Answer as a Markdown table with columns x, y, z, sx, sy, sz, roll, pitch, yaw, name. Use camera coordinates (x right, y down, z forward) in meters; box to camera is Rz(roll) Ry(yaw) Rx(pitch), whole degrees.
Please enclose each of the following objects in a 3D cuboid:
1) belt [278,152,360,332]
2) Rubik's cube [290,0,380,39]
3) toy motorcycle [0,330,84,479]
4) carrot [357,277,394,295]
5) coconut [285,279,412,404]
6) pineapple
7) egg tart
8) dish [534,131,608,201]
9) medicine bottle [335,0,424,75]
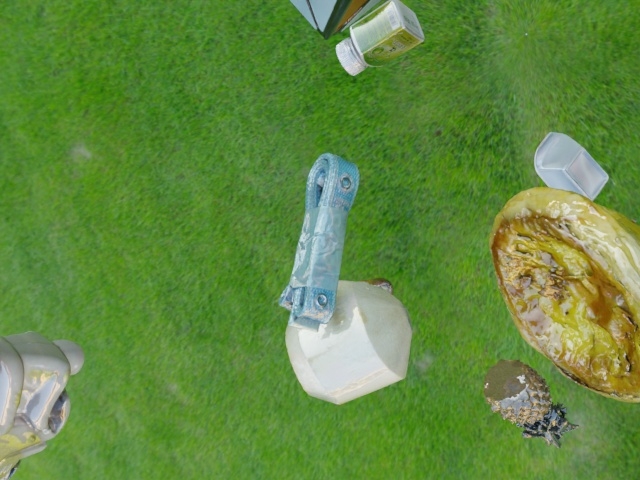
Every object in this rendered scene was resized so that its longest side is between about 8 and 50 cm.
| x | y | z | sx | sy | sz | roll | pitch | yaw | name |
| --- | --- | --- | --- | --- | --- | --- | --- | --- | --- |
| 0.000 | 0.000 | 0.997 | 0.087 | 0.072 | 0.303 | -6 | 67 | 52 | belt |
| 0.040 | -0.512 | 0.922 | 0.246 | 0.250 | 0.248 | -42 | 93 | -12 | Rubik's cube |
| -0.365 | 0.178 | 0.647 | 0.107 | 0.223 | 0.341 | 38 | 153 | 19 | toy motorcycle |
| 0.115 | 0.115 | 1.333 | 0.060 | 0.186 | 0.060 | 1 | 84 | -13 | carrot |
| 0.061 | 0.177 | 1.083 | 0.241 | 0.241 | 0.241 | 6 | 110 | 17 | coconut |
| 0.259 | 0.203 | 0.719 | 0.074 | 0.074 | 0.159 | -30 | 127 | 25 | pineapple |
| 0.332 | 0.058 | 0.718 | 0.115 | 0.290 | 0.290 | -29 | 99 | -14 | egg tart |
| 0.694 | -0.196 | 1.625 | 0.234 | 0.064 | 0.154 | 43 | 77 | -10 | dish |
| 0.137 | -0.483 | 1.427 | 0.188 | 0.132 | 0.088 | -25 | 79 | 31 | medicine bottle |
